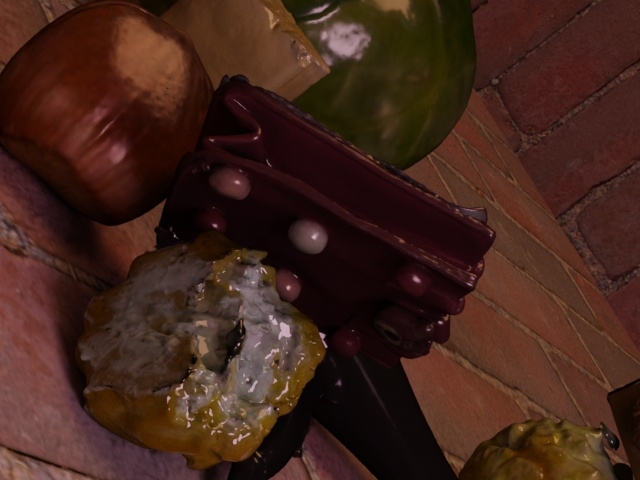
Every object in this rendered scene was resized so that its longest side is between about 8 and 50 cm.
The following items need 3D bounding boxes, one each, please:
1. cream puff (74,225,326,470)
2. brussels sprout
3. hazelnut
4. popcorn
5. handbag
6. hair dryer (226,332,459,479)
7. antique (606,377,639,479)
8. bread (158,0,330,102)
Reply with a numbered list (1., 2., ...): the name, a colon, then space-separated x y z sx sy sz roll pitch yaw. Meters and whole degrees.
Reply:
1. cream puff: -0.076 0.079 0.995 0.156 0.121 0.156 25 56 -44
2. brussels sprout: -0.027 -0.208 1.493 0.354 0.281 0.289 30 39 20
3. hazelnut: -0.151 -0.093 1.114 0.150 0.150 0.150 48 15 -18
4. popcorn: 0.216 0.240 1.397 0.212 0.198 0.198 -10 63 -54
5. handbag: -0.002 0.002 1.042 0.216 0.074 0.203 31 -24 -2
6. hair dryer: -0.009 0.155 1.139 0.304 0.120 0.359 59 24 -12
7. antique: 0.345 0.184 1.352 0.148 0.146 0.152 56 14 -29
8. bread: -0.099 -0.143 1.325 0.139 0.178 0.060 54 15 15
